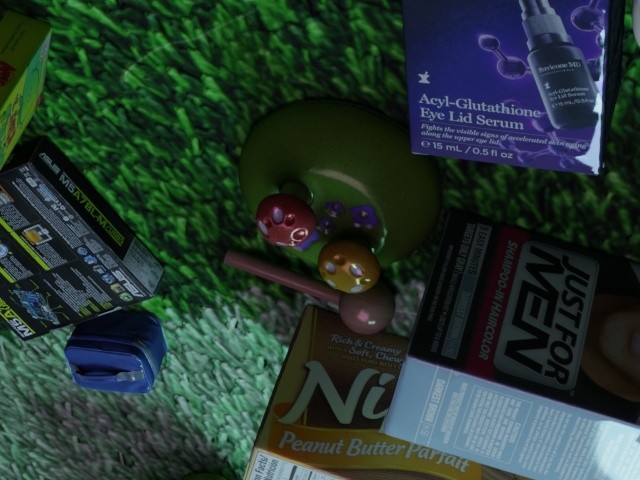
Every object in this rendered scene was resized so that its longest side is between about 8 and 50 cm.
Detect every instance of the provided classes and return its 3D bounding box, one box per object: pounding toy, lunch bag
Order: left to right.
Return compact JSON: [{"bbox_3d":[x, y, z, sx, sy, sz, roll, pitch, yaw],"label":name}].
[{"bbox_3d":[-0.209,0.113,1.685,0.098,0.065,0.067,2,133,18],"label":"lunch bag"},{"bbox_3d":[0.000,0.000,1.465,0.183,0.110,0.237,19,136,2],"label":"pounding toy"}]

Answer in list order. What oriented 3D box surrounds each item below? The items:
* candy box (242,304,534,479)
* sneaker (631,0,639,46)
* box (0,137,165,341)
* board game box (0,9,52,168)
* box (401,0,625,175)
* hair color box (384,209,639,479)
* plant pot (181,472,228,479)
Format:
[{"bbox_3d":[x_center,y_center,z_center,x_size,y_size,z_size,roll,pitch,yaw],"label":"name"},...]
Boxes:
[{"bbox_3d":[0.103,0.197,1.567,0.316,0.183,0.087,19,135,2],"label":"candy box"},{"bbox_3d":[0.262,-0.182,1.213,0.057,0.075,0.161,21,136,0],"label":"sneaker"},{"bbox_3d":[-0.276,0.004,1.619,0.184,0.045,0.190,-18,126,36],"label":"box"},{"bbox_3d":[-0.282,-0.101,1.417,0.043,0.181,0.092,20,136,0],"label":"board game box"},{"bbox_3d":[0.144,-0.162,1.245,0.153,0.108,0.207,7,139,14],"label":"box"},{"bbox_3d":[0.260,0.120,1.431,0.374,0.185,0.113,17,135,4],"label":"hair color box"},{"bbox_3d":[-0.119,0.402,1.820,0.276,0.276,0.254,-15,115,31],"label":"plant pot"}]
